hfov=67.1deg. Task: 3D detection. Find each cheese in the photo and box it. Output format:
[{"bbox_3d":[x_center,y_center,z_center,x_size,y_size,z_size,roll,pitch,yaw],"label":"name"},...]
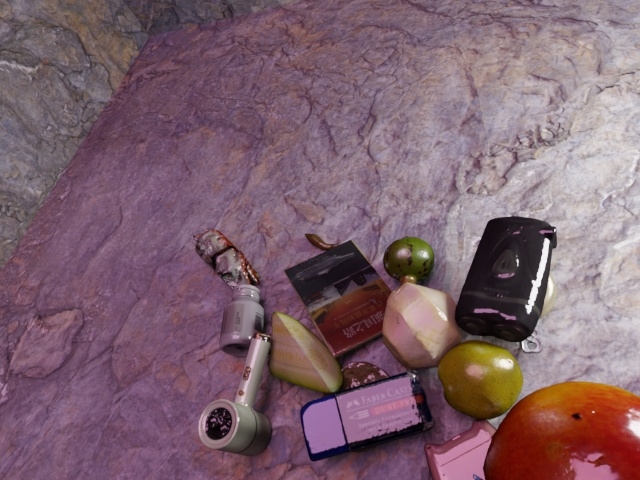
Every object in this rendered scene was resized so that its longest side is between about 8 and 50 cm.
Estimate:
[{"bbox_3d":[0.576,0.175,1.301,0.164,0.070,0.248,-24,50,10],"label":"cheese"}]

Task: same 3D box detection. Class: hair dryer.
[{"bbox_3d":[-0.209,0.420,1.391,0.128,0.203,0.361,1,63,26],"label":"hair dryer"}]

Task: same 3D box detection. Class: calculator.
[{"bbox_3d":[0.391,0.588,1.115,0.220,0.048,0.329,-30,53,1],"label":"calculator"}]

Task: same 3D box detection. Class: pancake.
[{"bbox_3d":[0.117,0.458,1.334,0.242,0.050,0.241,-6,63,12],"label":"pancake"}]

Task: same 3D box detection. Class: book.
[{"bbox_3d":[0.073,0.168,1.531,0.263,0.028,0.373,-24,48,-13],"label":"book"}]

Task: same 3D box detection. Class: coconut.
[{"bbox_3d":[0.276,0.227,1.315,0.237,0.237,0.197,-44,15,-9],"label":"coconut"}]

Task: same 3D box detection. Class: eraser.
[{"bbox_3d":[0.118,0.450,1.246,0.333,0.101,0.154,-17,65,2],"label":"eraser"}]

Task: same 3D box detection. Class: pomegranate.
[{"bbox_3d":[0.266,0.090,1.472,0.156,0.156,0.219,5,84,28],"label":"pomegranate"}]

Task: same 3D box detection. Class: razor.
[{"bbox_3d":[0.494,0.096,1.276,0.205,0.113,0.348,9,59,36],"label":"razor"}]

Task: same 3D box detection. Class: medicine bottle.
[{"bbox_3d":[-0.253,0.259,1.586,0.135,0.135,0.215,-12,53,18],"label":"medicine bottle"}]

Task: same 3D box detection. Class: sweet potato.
[{"bbox_3d":[-0.002,0.006,1.711,0.153,0.038,0.041,21,91,33],"label":"sweet potato"}]

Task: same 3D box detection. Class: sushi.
[{"bbox_3d":[-0.349,0.074,1.767,0.130,0.124,0.332,-37,52,-13],"label":"sushi"}]

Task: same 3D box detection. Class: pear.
[{"bbox_3d":[0.394,0.344,1.200,0.198,0.198,0.198,-12,53,17],"label":"pear"}]

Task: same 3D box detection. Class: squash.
[{"bbox_3d":[-0.026,0.319,1.409,0.289,0.111,0.202,-5,77,48],"label":"squash"}]

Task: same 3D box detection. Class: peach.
[{"bbox_3d":[0.518,0.467,0.941,0.389,0.388,0.387,-12,53,17],"label":"peach"}]

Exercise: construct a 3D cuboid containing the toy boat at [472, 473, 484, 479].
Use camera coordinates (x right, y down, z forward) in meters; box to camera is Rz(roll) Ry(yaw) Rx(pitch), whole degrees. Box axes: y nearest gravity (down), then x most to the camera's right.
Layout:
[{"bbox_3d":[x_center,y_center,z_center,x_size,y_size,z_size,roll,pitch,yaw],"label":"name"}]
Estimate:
[{"bbox_3d":[0.342,0.608,1.054,0.059,0.069,0.172,8,69,16],"label":"toy boat"}]
